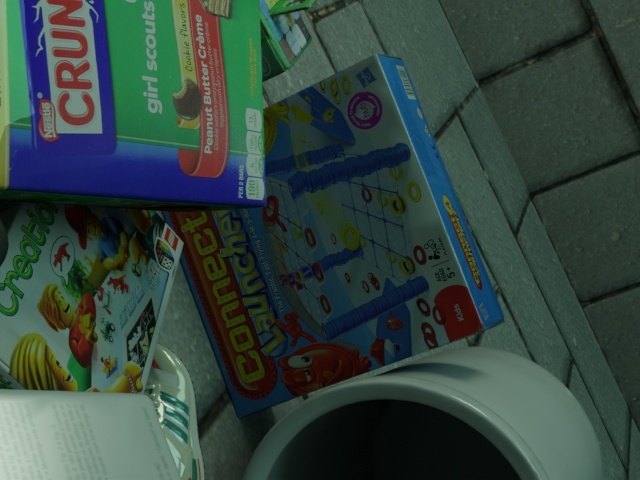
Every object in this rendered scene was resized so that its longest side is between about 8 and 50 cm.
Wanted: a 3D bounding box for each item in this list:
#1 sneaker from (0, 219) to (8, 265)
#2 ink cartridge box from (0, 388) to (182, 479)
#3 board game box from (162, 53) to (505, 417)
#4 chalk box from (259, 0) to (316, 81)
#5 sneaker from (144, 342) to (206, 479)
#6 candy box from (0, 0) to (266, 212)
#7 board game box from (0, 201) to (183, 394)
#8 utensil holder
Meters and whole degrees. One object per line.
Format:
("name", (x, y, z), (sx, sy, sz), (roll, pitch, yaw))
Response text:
("sneaker", (-0.302, -0.043, 0.674), (0.270, 0.090, 0.145), (58, 22, -27))
("ink cartridge box", (-0.228, 0.237, 0.676), (0.385, 0.091, 0.308), (9, 44, -44))
("board game box", (0.000, 0.000, 1.210), (0.086, 0.302, 0.308), (-10, 78, -66))
("chalk box", (-0.102, -0.257, 1.336), (0.132, 0.213, 0.132), (60, 24, -17))
("sneaker", (-0.153, 0.168, 1.030), (0.075, 0.057, 0.161), (23, 52, -67))
("candy box", (-0.192, -0.162, 0.947), (0.317, 0.122, 0.268), (1, 85, -51))
("board game box", (-0.223, 0.044, 0.997), (0.193, 0.053, 0.305), (51, 28, -31))
("utensil holder", (0.133, 0.284, 1.221), (0.385, 0.327, 0.327), (-7, 75, -69))
